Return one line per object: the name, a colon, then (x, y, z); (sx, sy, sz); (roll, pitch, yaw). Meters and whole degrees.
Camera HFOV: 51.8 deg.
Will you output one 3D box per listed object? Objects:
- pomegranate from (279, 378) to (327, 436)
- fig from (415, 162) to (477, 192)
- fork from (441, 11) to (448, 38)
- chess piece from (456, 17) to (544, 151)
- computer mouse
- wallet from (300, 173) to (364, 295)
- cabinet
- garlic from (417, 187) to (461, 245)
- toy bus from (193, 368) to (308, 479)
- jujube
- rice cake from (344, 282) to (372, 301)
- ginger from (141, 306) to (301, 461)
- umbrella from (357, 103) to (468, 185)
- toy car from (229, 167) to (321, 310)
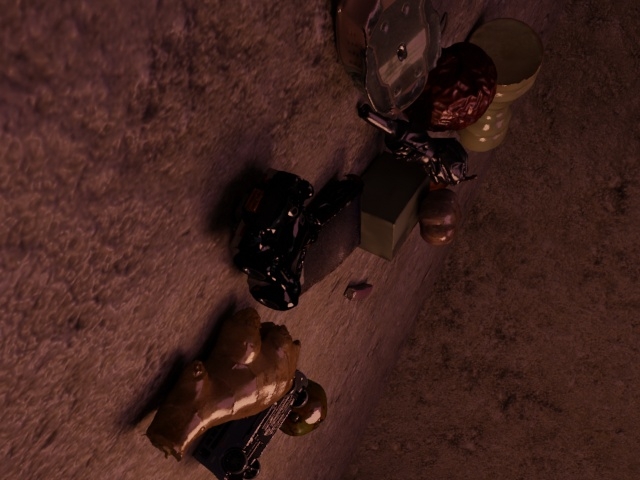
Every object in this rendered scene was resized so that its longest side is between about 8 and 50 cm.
pomegranate: (-0.059, 0.441, 1.803); (0.205, 0.159, 0.159); (-85, -166, -69)
fig: (0.316, -0.203, 1.885); (0.148, 0.202, 0.149); (115, -22, -51)
fork: (0.271, -0.459, 1.634); (0.034, 0.028, 0.219); (0, 112, -61)
chess piece: (0.531, -0.455, 2.053); (0.234, 0.234, 0.442); (-57, 166, -17)
computer mouse: (0.101, -0.375, 1.157); (0.199, 0.115, 0.389); (-46, 146, -16)
wallet: (0.000, 0.000, 1.464); (0.262, 0.071, 0.221); (-45, 156, -27)
cabinet: (0.162, -0.090, 1.635); (0.206, 0.150, 0.145); (-52, 154, -31)
garlic: (0.291, -0.057, 1.632); (0.159, 0.102, 0.147); (-57, 146, -52)
toy bus: (-0.153, 0.408, 1.509); (0.292, 0.133, 0.125); (-55, 155, -15)
jujube: (0.300, -0.353, 1.534); (0.232, 0.213, 0.213); (-33, 148, -33)
rice cake: (0.121, 0.160, 2.051); (0.047, 0.036, 0.207); (-56, 163, 10)
ginger: (-0.160, 0.263, 1.249); (0.236, 0.166, 0.375); (-59, 169, 17)
umbrella: (0.212, -0.218, 1.479); (0.340, 0.118, 0.118); (26, 91, -37)
toy car: (-0.080, -0.005, 1.161); (0.301, 0.118, 0.193); (71, 40, -64)
